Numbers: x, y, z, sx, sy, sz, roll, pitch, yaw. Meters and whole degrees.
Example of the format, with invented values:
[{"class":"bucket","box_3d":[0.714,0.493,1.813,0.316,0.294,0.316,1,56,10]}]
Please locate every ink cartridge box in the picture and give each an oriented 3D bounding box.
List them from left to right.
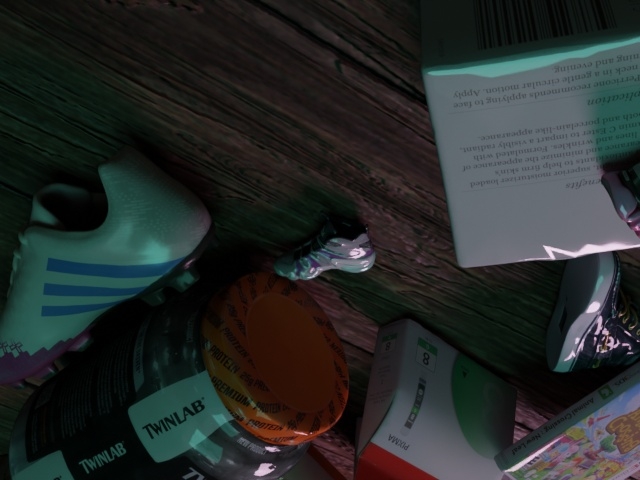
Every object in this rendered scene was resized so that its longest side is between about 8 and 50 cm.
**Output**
[{"class":"ink cartridge box","box_3d":[0.120,0.218,0.900,0.181,0.225,0.056,34,139,-28]}]

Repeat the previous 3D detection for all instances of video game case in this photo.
[{"class":"video game case","box_3d":[0.307,0.221,0.953,0.193,0.023,0.212,-36,138,10]}]

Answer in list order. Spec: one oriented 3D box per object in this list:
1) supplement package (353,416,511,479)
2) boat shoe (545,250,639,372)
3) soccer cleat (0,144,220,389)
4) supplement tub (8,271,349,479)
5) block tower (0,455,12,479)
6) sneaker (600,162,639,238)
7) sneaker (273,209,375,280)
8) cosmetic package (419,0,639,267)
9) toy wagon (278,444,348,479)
[{"class":"supplement package","box_3d":[0.136,0.278,1.048,0.179,0.105,0.105,-5,135,11]},{"class":"boat shoe","box_3d":[0.277,0.064,0.845,0.083,0.065,0.183,-1,141,-2]},{"class":"soccer cleat","box_3d":[-0.240,0.024,0.831,0.331,0.116,0.143,-32,110,30]},{"class":"supplement tub","box_3d":[-0.146,0.175,0.894,0.207,0.207,0.338,36,129,-28]},{"class":"block tower","box_3d":[-0.298,0.322,1.148,0.335,0.097,0.091,-14,133,21]},{"class":"sneaker","box_3d":[0.231,-0.015,0.560,0.057,0.047,0.119,-38,126,20]},{"class":"sneaker","box_3d":[0.000,0.000,0.821,0.098,0.038,0.069,-9,134,2]},{"class":"cosmetic package","box_3d":[0.156,-0.101,0.611,0.151,0.151,0.184,-7,135,12]},{"class":"toy wagon","box_3d":[0.018,0.325,0.988,0.267,0.068,0.344,53,162,-6]}]
